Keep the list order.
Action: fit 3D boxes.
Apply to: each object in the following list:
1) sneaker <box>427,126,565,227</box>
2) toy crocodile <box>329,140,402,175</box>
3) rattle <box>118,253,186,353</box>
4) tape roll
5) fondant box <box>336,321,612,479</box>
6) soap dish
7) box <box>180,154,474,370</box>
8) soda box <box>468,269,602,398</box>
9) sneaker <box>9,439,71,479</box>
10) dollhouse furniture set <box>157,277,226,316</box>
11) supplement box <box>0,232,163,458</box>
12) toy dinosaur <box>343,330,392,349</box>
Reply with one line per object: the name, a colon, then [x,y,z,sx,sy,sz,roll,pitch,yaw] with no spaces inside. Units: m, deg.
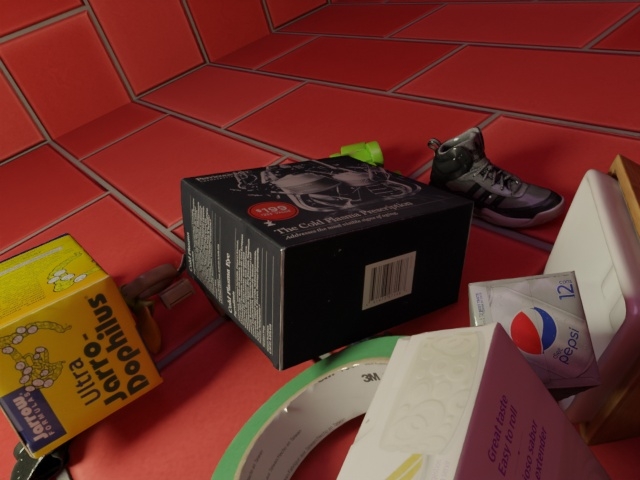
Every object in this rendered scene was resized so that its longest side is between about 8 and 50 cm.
sneaker: [0.312,-0.121,0.932,0.268,0.153,0.101,18,49,40]
toy crocodile: [0.104,-0.120,1.083,0.115,0.105,0.341,-19,40,-2]
rattle: [-0.295,0.113,0.987,0.130,0.142,0.199,-52,-8,9]
tape roll: [0.024,0.236,0.544,0.321,0.077,0.321,-31,14,9]
fondant box: [0.139,0.259,0.349,0.096,0.330,0.238,-22,25,45]
soap dish: [0.369,0.068,0.611,0.118,0.229,0.291,10,42,10]
box: [0.000,0.000,0.794,0.342,0.179,0.312,-14,28,-34]
soda box: [0.211,0.121,0.538,0.091,0.286,0.098,-9,68,14]
sneaker: [-0.402,0.310,0.767,0.089,0.051,0.170,22,56,42]
dollhouse furniture set: [-0.213,0.090,0.969,0.181,0.101,0.161,-35,14,-21]
supplement box: [-0.431,0.138,0.814,0.195,0.194,0.356,-29,26,-27]
toy dinosaur: [0.069,0.159,0.785,0.082,0.047,0.090,7,75,18]
